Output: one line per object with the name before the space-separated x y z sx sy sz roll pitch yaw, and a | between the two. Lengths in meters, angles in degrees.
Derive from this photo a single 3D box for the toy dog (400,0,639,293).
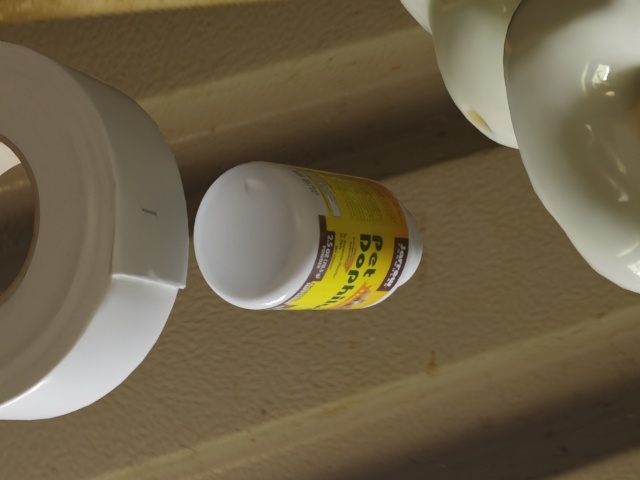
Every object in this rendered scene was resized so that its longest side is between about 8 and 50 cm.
toy dog | 0.210 -0.031 0.528 0.284 0.408 0.395 -17 -49 -6

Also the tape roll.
tape roll | -0.245 -0.004 0.942 0.286 0.100 0.286 -4 -100 24

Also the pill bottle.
pill bottle | 0.000 0.000 1.037 0.215 0.117 0.117 4 -98 -57
